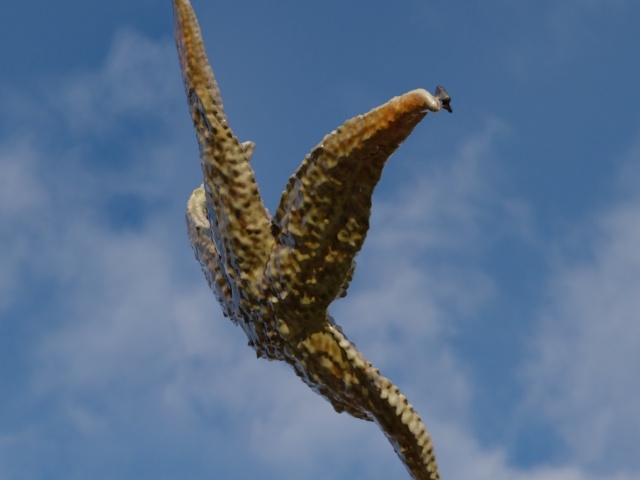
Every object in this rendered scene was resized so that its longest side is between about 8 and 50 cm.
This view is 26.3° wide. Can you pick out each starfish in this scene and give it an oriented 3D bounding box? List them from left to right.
[{"bbox_3d":[-0.011,0.003,1.149,0.132,0.398,0.383,-16,-52,-29],"label":"starfish"}]
